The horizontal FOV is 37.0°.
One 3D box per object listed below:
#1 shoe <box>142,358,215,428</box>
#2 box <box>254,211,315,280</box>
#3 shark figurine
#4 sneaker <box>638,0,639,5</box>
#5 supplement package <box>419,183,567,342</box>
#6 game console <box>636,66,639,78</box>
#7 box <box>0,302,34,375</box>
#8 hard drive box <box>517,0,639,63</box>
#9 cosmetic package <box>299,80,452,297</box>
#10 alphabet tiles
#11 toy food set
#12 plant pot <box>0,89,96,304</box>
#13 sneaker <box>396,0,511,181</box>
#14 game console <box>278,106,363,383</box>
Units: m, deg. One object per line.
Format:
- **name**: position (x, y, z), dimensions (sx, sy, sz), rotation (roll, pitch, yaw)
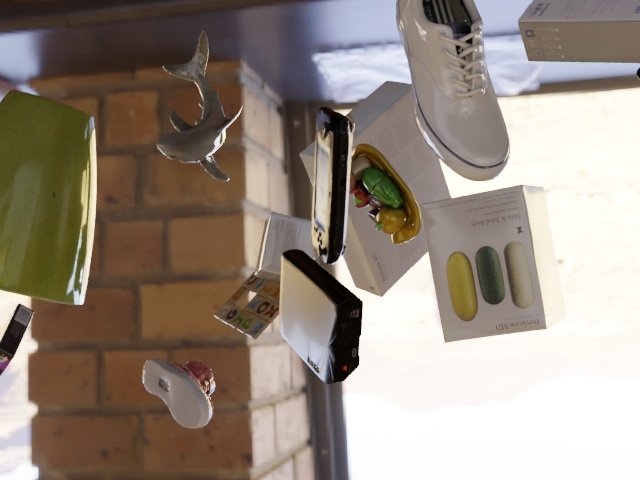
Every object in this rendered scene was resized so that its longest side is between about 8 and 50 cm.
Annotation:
- **shoe**: position (-0.176, 0.209, 1.338), dimensions (0.081, 0.064, 0.178), rotation (4, -169, -36)
- **box**: position (-0.056, 0.016, 1.613), dimensions (0.087, 0.101, 0.102), rotation (12, 170, -8)
- **shark figurine**: position (-0.182, -0.222, 1.637), dimensions (0.116, 0.278, 0.166), rotation (-33, 127, 30)
- **sneaker**: position (0.445, -0.242, 1.074), dimensions (0.152, 0.305, 0.114), rotation (-22, -173, 5)
- **supplement package**: position (0.330, 0.042, 1.808), dimensions (0.199, 0.263, 0.198), rotation (-11, 177, 24)
- **game console**: position (0.556, -0.276, 1.461), dimensions (0.122, 0.071, 0.107), rotation (-47, 179, 15)
- **box**: position (-0.447, 0.175, 1.282), dimensions (0.029, 0.162, 0.116), rotation (35, -160, -18)
- **hard drive box**: position (0.490, -0.394, 1.660), dimensions (0.232, 0.181, 0.089), rotation (10, 140, 40)
- **cosmetic package**: position (0.138, -0.110, 2.074), dimensions (0.097, 0.377, 0.284), rotation (17, -130, 44)
- **alphabet tiles**: position (-0.085, 0.076, 1.803), dimensions (0.009, 0.237, 0.198), rotation (48, 165, -25)
- **toy food set**: position (0.070, -0.082, 1.549), dimensions (0.071, 0.218, 0.128), rotation (-28, 159, -24)
- **plant pot**: position (-0.467, -0.076, 1.507), dimensions (0.274, 0.294, 0.275), rotation (16, 178, 1)
- **sneaker**: position (0.139, -0.187, 1.019), dimensions (0.094, 0.258, 0.091), rotation (-13, 157, -13)
- **game console**: position (0.000, 0.000, 1.295), dimensions (0.043, 0.362, 0.213), rotation (-4, -162, -23)
